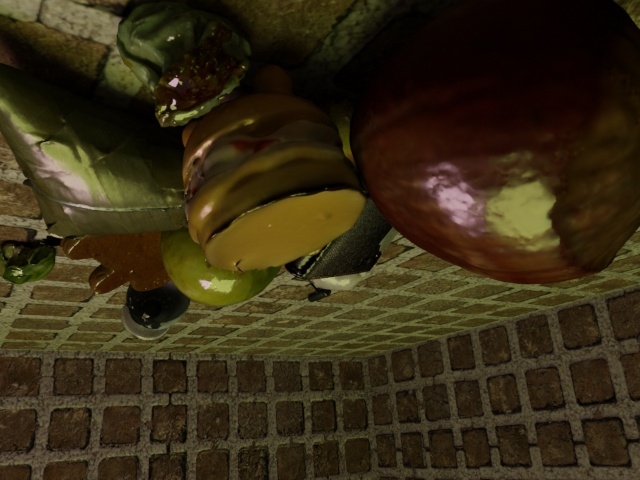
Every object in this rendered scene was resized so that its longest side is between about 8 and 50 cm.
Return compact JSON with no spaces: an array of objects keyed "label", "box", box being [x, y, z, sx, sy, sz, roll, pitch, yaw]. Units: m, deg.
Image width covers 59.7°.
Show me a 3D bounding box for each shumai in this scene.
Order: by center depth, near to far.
[{"label":"shumai","box":[-0.169,-0.209,0.734,0.184,0.141,0.184,-3,157,-1]}]

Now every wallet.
[{"label":"wallet","box":[0.077,-0.017,1.085,0.262,0.071,0.221,1,128,-52]}]

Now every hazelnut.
[{"label":"hazelnut","box":[0.242,-0.129,0.759,0.421,0.352,0.421,11,167,3]}]

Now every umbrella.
[{"label":"umbrella","box":[-0.008,0.205,2.088,0.036,0.031,0.133,34,146,-18]}]

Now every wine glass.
[{"label":"wine glass","box":[-0.517,0.199,1.740,0.191,0.190,0.357,4,162,-22]}]

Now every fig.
[{"label":"fig","box":[-0.213,0.011,1.185,0.258,0.258,0.326,2,172,-18]}]

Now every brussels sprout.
[{"label":"brussels sprout","box":[-0.759,0.063,1.448,0.139,0.100,0.181,-14,158,-37]}]

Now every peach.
[{"label":"peach","box":[0.041,-0.189,0.947,0.189,0.068,0.279,4,162,0]}]

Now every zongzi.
[{"label":"zongzi","box":[-0.288,-0.149,0.864,0.356,0.174,0.393,-7,153,-12]}]

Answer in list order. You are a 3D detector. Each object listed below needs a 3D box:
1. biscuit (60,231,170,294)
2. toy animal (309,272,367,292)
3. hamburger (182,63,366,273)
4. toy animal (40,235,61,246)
[{"label":"biscuit","box":[-0.413,0.009,1.264,0.283,0.064,0.432,-36,163,-11]},{"label":"toy animal","box":[-0.001,-0.003,1.249,0.154,0.208,0.325,-31,152,7]},{"label":"hamburger","box":[-0.083,-0.100,0.823,0.276,0.236,0.276,-20,162,-7]},{"label":"toy animal","box":[-0.514,-0.023,1.234,0.062,0.108,0.220,-29,170,40]}]
